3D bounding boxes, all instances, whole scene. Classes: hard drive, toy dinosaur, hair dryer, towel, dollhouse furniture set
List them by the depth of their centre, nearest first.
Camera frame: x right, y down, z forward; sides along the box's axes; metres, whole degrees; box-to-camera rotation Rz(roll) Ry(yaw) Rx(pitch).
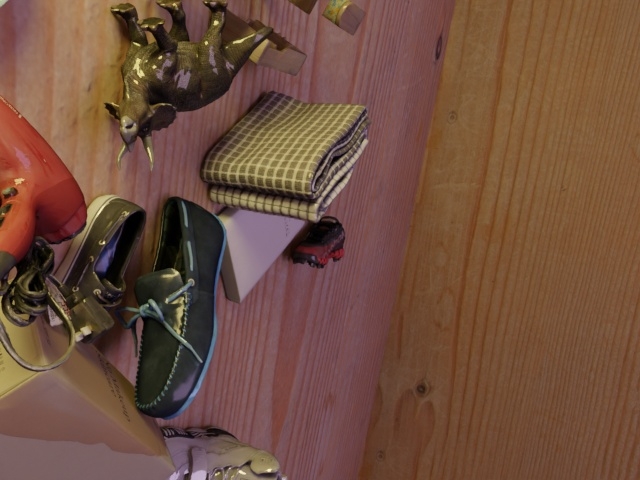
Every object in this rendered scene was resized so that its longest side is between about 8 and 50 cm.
[{"bbox_3d":[-0.277,-0.029,0.446,0.080,0.293,0.223,-27,180,-16],"label":"hair dryer"},{"bbox_3d":[-0.192,-0.240,0.644,0.313,0.121,0.160,-46,151,-42],"label":"toy dinosaur"},{"bbox_3d":[-0.049,-0.417,0.770,0.242,0.212,0.161,-55,168,23],"label":"dollhouse furniture set"},{"bbox_3d":[-0.053,-0.170,0.867,0.283,0.235,0.121,-59,147,-39],"label":"towel"},{"bbox_3d":[-0.124,-0.036,1.028,0.307,0.040,0.203,-53,148,-45],"label":"hard drive"}]

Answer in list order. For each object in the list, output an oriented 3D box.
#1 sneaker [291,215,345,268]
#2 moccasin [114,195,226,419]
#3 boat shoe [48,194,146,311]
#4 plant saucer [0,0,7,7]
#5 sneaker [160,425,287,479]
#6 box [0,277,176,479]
[{"bbox_3d":[0.000,0.000,1.279,0.276,0.098,0.135,-17,119,-68],"label":"sneaker"},{"bbox_3d":[-0.231,0.083,0.687,0.117,0.138,0.342,45,30,-43],"label":"moccasin"},{"bbox_3d":[-0.291,0.052,0.614,0.080,0.076,0.228,47,59,-65],"label":"boat shoe"},{"bbox_3d":[-0.334,-0.279,0.367,0.195,0.037,0.194,13,90,-68],"label":"plant saucer"},{"bbox_3d":[-0.204,0.451,0.881,0.366,0.210,0.137,41,64,-66],"label":"sneaker"},{"bbox_3d":[-0.301,0.203,0.540,0.121,0.148,0.311,-31,142,-17],"label":"box"}]
